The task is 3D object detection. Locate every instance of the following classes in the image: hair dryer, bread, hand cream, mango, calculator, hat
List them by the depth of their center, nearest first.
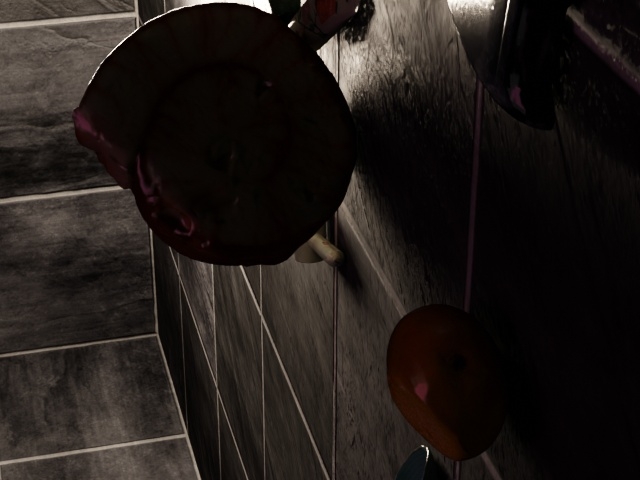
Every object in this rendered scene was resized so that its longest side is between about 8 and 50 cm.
[{"bbox_3d":[0.148,-0.218,1.226,0.268,0.040,0.177,-106,17,-51],"label":"calculator"},{"bbox_3d":[0.118,0.129,1.409,0.141,0.102,0.217,60,172,-5],"label":"mango"},{"bbox_3d":[0.097,0.328,1.653,0.138,0.077,0.191,139,123,-77],"label":"hat"},{"bbox_3d":[0.007,-0.278,1.809,0.234,0.050,0.080,145,121,-69],"label":"hand cream"},{"bbox_3d":[-0.112,-0.131,1.816,0.328,0.295,0.114,47,162,4],"label":"bread"},{"bbox_3d":[0.000,0.000,1.991,0.137,0.047,0.082,-137,42,-62],"label":"hair dryer"}]

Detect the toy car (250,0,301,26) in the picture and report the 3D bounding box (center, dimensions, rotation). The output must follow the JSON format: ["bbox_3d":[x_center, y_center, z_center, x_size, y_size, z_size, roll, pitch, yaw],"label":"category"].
[{"bbox_3d":[-0.080,-0.432,1.969,0.141,0.097,0.321,146,116,-77],"label":"toy car"}]
